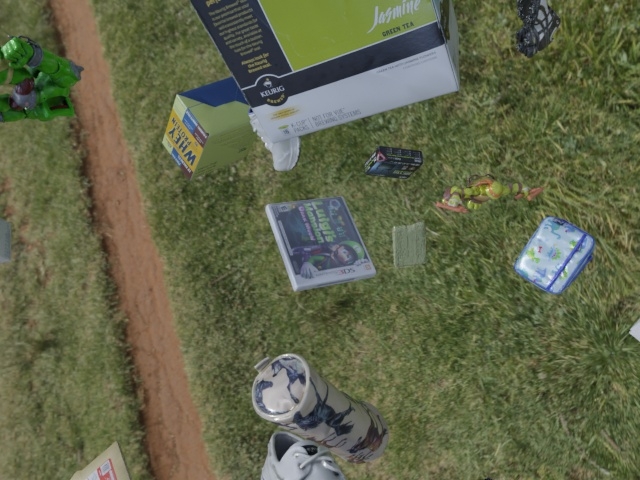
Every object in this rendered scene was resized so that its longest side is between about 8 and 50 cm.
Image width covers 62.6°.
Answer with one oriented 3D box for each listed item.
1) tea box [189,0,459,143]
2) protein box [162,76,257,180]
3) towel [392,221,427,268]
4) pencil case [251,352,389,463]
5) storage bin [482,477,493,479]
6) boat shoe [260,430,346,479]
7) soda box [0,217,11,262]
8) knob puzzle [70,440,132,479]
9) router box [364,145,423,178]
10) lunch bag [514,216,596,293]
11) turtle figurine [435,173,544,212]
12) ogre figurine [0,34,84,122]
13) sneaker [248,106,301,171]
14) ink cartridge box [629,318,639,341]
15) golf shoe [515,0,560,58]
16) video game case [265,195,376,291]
[{"bbox_3d":[0.015,-0.373,0.814,0.329,0.323,0.220,-10,41,24],"label":"tea box"},{"bbox_3d":[-0.277,-0.294,1.376,0.136,0.199,0.201,53,144,7],"label":"protein box"},{"bbox_3d":[0.277,0.016,1.643,0.110,0.027,0.148,-9,115,-2],"label":"towel"},{"bbox_3d":[0.005,0.421,1.309,0.160,0.410,0.183,-53,41,-8],"label":"pencil case"},{"bbox_3d":[0.540,0.844,1.628,0.122,0.084,0.180,-39,59,-2],"label":"storage bin"},{"bbox_3d":[-0.015,0.299,0.662,0.096,0.267,0.088,4,80,-15],"label":"boat shoe"},{"bbox_3d":[-0.550,-0.021,0.768,0.073,0.216,0.069,-10,73,0],"label":"soda box"},{"bbox_3d":[-0.429,0.505,0.980,0.213,0.030,0.213,-18,41,17],"label":"knob puzzle"},{"bbox_3d":[0.183,-0.195,1.328,0.092,0.122,0.038,133,138,-64],"label":"router box"},{"bbox_3d":[0.728,0.047,1.631,0.176,0.090,0.219,39,104,30],"label":"lunch bag"},{"bbox_3d":[0.377,-0.117,1.284,0.269,0.217,0.087,-12,91,-9],"label":"turtle figurine"},{"bbox_3d":[-0.445,-0.229,0.800,0.097,0.118,0.197,52,123,23],"label":"ogre figurine"},{"bbox_3d":[-0.108,-0.283,1.265,0.129,0.297,0.111,-5,53,-8],"label":"sneaker"},{"bbox_3d":[1.011,0.266,1.436,0.172,0.100,0.237,-33,62,-24],"label":"ink cartridge box"},{"bbox_3d":[0.514,-0.530,1.233,0.093,0.198,0.077,-24,56,0],"label":"golf shoe"},{"bbox_3d":[0.000,0.000,1.033,0.190,0.173,0.022,68,151,27],"label":"video game case"}]
